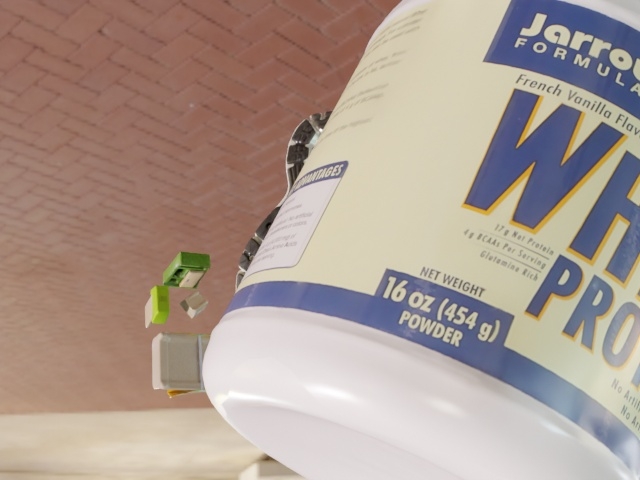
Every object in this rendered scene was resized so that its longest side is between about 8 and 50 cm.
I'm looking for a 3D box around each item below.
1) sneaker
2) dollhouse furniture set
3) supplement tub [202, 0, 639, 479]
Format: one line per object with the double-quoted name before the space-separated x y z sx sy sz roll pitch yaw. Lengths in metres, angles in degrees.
"sneaker" 0.000 0.000 1.018 0.130 0.330 0.147 9 154 26
"dollhouse furniture set" -0.136 0.090 0.791 0.076 0.151 0.058 6 151 -25
"supplement tub" 0.102 -0.006 0.462 0.235 0.324 0.235 22 156 10
